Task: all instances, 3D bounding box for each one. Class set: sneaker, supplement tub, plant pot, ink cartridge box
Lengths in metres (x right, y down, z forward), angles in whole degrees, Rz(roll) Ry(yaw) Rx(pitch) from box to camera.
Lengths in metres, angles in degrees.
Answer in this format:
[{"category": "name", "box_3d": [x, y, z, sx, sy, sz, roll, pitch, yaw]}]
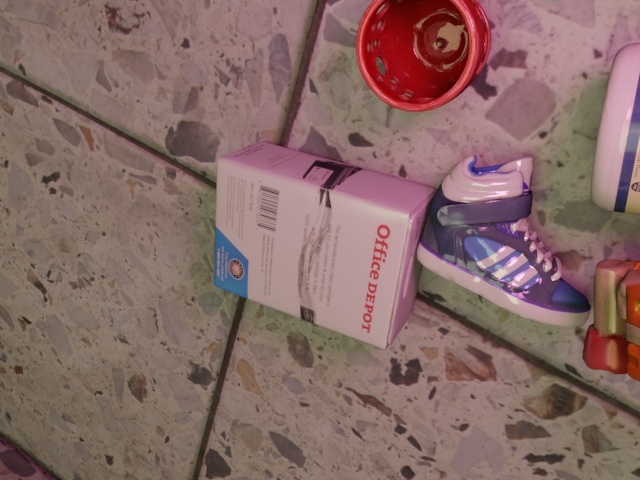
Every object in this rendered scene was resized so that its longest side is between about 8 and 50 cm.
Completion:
[{"category": "sneaker", "box_3d": [0.341, -0.014, 1.068, 0.322, 0.130, 0.237, 24, 111, 8]}, {"category": "supplement tub", "box_3d": [0.546, -0.134, 0.837, 0.324, 0.235, 0.236, 10, 115, 25]}, {"category": "plant pot", "box_3d": [0.175, -0.313, 1.002, 0.191, 0.174, 0.191, 12, 116, 25]}, {"category": "ink cartridge box", "box_3d": [0.000, 0.000, 1.237, 0.394, 0.166, 0.286, 18, 119, 21]}]

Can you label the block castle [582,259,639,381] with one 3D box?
[{"category": "block castle", "box_3d": [0.579, 0.154, 0.787, 0.302, 0.453, 0.213, -9, 103, -15]}]
